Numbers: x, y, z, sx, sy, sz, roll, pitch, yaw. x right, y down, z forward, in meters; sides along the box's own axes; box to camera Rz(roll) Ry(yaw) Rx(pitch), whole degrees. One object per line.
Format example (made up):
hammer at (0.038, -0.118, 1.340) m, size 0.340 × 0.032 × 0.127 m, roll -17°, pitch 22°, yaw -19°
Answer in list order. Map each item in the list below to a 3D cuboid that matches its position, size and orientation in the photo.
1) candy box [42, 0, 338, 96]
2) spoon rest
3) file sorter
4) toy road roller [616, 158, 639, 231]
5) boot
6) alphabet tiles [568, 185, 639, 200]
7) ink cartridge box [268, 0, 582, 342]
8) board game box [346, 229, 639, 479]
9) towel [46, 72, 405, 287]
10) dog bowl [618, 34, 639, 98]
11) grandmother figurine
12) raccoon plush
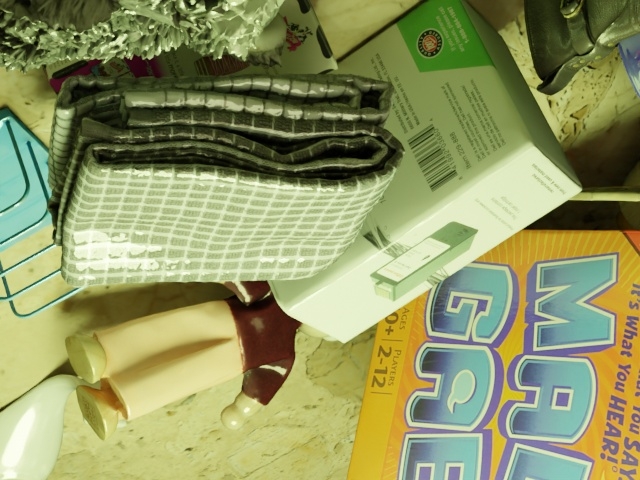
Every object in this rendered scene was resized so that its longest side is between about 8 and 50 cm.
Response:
candy box at (-0.118, -0.172, 1.668) m, size 0.233 × 0.071 × 0.159 m, roll -24°, pitch 147°, yaw 3°
spoon rest at (-0.323, 0.222, 2.107) m, size 0.137 × 0.084 × 0.276 m, roll 15°, pitch 145°, yaw -41°
file sorter at (-0.289, -0.019, 1.750) m, size 0.118 × 0.104 × 0.170 m, roll -29°, pitch 146°, yaw 7°
toy road roller at (0.526, -0.022, 2.112) m, size 0.329 × 0.240 × 0.202 m, roll 0°, pitch 140°, yaw -31°
boot at (0.268, -0.278, 1.695) m, size 0.091 × 0.263 × 0.229 m, roll 16°, pitch 162°, yaw -33°
alphabet tiles at (0.402, -0.047, 1.834) m, size 0.342 × 0.011 × 0.285 m, roll -3°, pitch -176°, yaw -40°
ink cartridge box at (0.071, -0.069, 1.802) m, size 0.289 × 0.211 × 0.121 m, roll -33°, pitch 147°, yaw 17°
board game box at (0.286, 0.210, 2.065) m, size 0.356 × 0.356 × 0.356 m, roll 1°, pitch 161°, yaw 35°
towel at (-0.092, -0.049, 1.603) m, size 0.284 × 0.121 × 0.235 m, roll -1°, pitch 160°, yaw -13°
dog bowl at (0.409, -0.189, 1.776) m, size 0.265 × 0.265 × 0.104 m, roll 5°, pitch 154°, yaw -36°
grandmother figurine at (-0.095, 0.109, 2.012) m, size 0.342 × 0.104 × 0.208 m, roll -20°, pitch 125°, yaw -23°
raccoon plush at (-0.222, -0.205, 1.451) m, size 0.446 × 0.216 × 0.299 m, roll -11°, pitch 168°, yaw 6°
